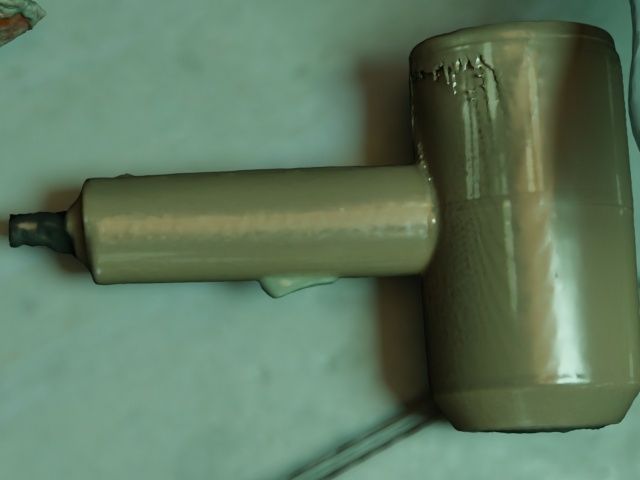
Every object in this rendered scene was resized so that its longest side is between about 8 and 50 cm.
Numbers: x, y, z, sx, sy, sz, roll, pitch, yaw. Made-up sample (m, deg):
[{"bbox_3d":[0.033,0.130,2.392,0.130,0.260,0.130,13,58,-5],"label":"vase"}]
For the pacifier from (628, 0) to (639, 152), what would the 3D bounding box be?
[{"bbox_3d":[0.188,-0.109,0.469,0.244,0.299,0.233,-33,131,19],"label":"pacifier"}]

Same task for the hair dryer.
[{"bbox_3d":[0.000,0.000,0.504,0.182,0.064,0.117,-2,83,0],"label":"hair dryer"}]

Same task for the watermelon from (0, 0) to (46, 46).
[{"bbox_3d":[-0.171,-0.074,0.472,0.158,0.098,0.121,38,79,-4],"label":"watermelon"}]
